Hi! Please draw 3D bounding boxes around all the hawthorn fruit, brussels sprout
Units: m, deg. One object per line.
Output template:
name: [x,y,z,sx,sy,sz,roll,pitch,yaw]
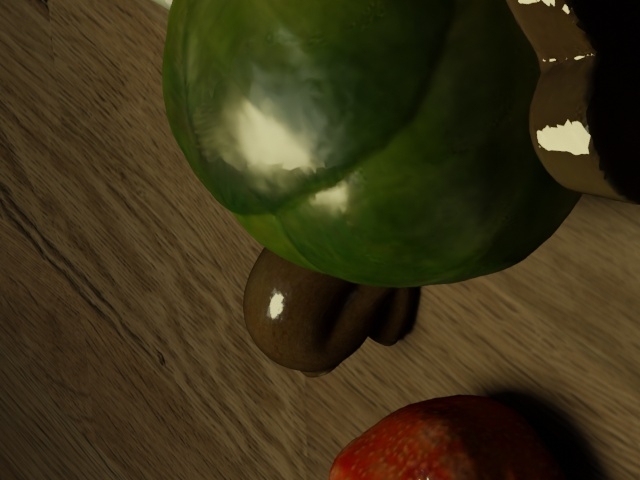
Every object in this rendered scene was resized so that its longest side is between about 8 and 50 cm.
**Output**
hawthorn fruit: [0.095,0.227,1.632,0.253,0.205,0.205,15,123,65]
brussels sprout: [0.035,-0.139,1.374,0.289,0.281,0.354,0,100,60]

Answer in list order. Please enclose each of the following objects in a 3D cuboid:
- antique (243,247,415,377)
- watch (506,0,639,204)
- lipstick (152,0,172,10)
antique: [0.000,0.000,1.684,0.121,0.143,0.257,44,143,41]
watch: [0.247,-0.206,0.918,0.327,0.314,0.335,-2,130,45]
lipstick: [-0.150,-0.254,1.848,0.264,0.059,0.059,34,138,48]
